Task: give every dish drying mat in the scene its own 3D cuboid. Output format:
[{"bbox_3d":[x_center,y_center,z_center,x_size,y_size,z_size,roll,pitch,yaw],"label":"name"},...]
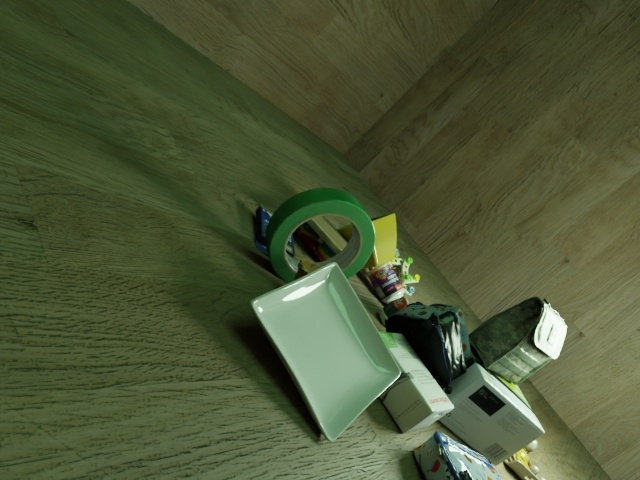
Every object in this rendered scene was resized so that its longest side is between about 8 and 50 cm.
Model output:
[{"bbox_3d":[-0.045,0.015,1.935,0.083,0.008,0.032,43,17,-13],"label":"dish drying mat"}]

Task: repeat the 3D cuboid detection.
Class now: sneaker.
[{"bbox_3d":[0.387,0.331,2.009,0.350,0.148,0.131,34,20,-37],"label":"sneaker"}]

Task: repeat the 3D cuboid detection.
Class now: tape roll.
[{"bbox_3d":[0.000,0.000,1.508,0.321,0.321,0.077,36,19,-33],"label":"tape roll"}]

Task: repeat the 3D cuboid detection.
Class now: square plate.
[{"bbox_3d":[0.019,0.248,1.224,0.344,0.049,0.347,-22,79,-53],"label":"square plate"}]

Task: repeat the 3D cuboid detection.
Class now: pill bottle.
[{"bbox_3d":[0.286,0.195,2.135,0.193,0.108,0.108,61,18,8],"label":"pill bottle"}]

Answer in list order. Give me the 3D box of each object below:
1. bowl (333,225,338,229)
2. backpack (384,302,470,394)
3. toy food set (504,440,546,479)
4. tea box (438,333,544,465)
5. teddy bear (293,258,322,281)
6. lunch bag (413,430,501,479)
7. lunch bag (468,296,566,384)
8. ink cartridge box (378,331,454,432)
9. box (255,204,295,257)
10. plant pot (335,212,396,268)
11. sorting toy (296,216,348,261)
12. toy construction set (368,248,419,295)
[{"bbox_3d":[0.081,-0.003,2.226,0.142,0.053,0.142,43,17,-18],"label":"bowl"},{"bbox_3d":[0.351,0.323,1.682,0.213,0.264,0.276,-20,106,-38],"label":"backpack"},{"bbox_3d":[0.775,0.809,1.935,0.220,0.092,0.306,44,15,-8],"label":"toy food set"},{"bbox_3d":[0.545,0.533,1.786,0.329,0.220,0.323,42,17,-16],"label":"tea box"},{"bbox_3d":[-0.023,0.211,1.374,0.245,0.113,0.337,16,40,-48],"label":"teddy bear"},{"bbox_3d":[0.383,0.635,1.326,0.303,0.115,0.243,38,15,-30],"label":"lunch bag"},{"bbox_3d":[0.690,0.331,1.722,0.235,0.287,0.168,34,20,-40],"label":"lunch bag"},{"bbox_3d":[0.243,0.412,1.498,0.198,0.115,0.272,21,29,-55],"label":"ink cartridge box"},{"bbox_3d":[-0.149,-0.017,1.657,0.137,0.036,0.225,33,25,-26],"label":"box"},{"bbox_3d":[0.199,0.012,2.125,0.212,0.212,0.187,-20,95,-47],"label":"plant pot"},{"bbox_3d":[0.005,-0.012,1.948,0.257,0.089,0.255,48,11,5],"label":"sorting toy"},{"bbox_3d":[0.314,0.131,2.361,0.328,0.151,0.214,20,55,-44],"label":"toy construction set"}]
